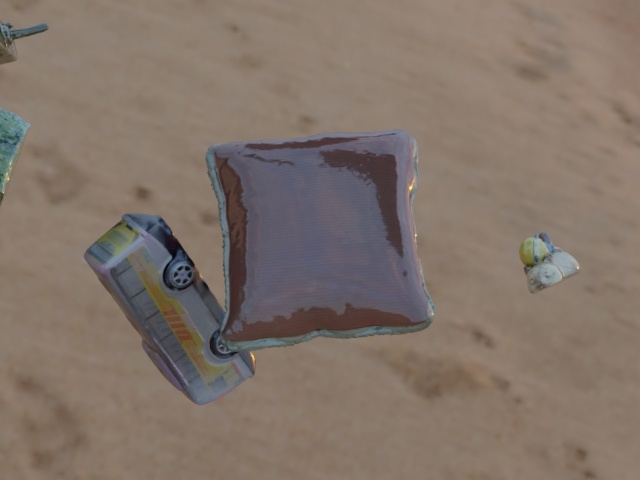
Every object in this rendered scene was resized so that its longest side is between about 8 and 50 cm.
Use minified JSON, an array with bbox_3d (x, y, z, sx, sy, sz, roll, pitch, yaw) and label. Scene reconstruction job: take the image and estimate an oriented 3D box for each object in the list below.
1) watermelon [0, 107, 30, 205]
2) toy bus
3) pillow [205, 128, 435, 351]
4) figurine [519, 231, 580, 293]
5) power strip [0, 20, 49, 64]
[{"bbox_3d":[-0.417,-0.026,1.924,0.192,0.257,0.140,16,45,-4],"label":"watermelon"},{"bbox_3d":[-0.120,0.057,1.526,0.072,0.172,0.057,-38,33,-11],"label":"toy bus"},{"bbox_3d":[0.000,0.000,1.496,0.171,0.075,0.179,-5,65,0],"label":"pillow"},{"bbox_3d":[0.200,0.019,1.707,0.051,0.047,0.083,59,17,7],"label":"figurine"},{"bbox_3d":[-0.392,-0.176,1.831,0.268,0.034,0.092,-14,-9,1],"label":"power strip"}]
